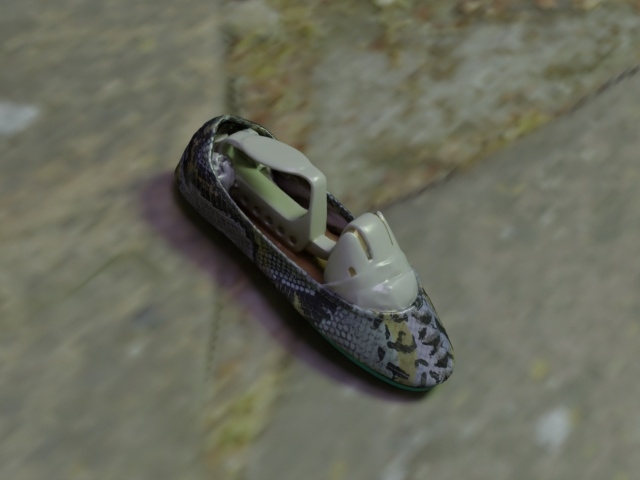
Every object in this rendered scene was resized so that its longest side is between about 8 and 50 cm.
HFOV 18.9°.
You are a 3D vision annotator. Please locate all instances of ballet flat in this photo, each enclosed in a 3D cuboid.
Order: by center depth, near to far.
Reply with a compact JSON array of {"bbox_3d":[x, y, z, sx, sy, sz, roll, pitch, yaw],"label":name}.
[{"bbox_3d":[0.000,0.000,0.600,0.114,0.041,0.041,41,45,18],"label":"ballet flat"}]
